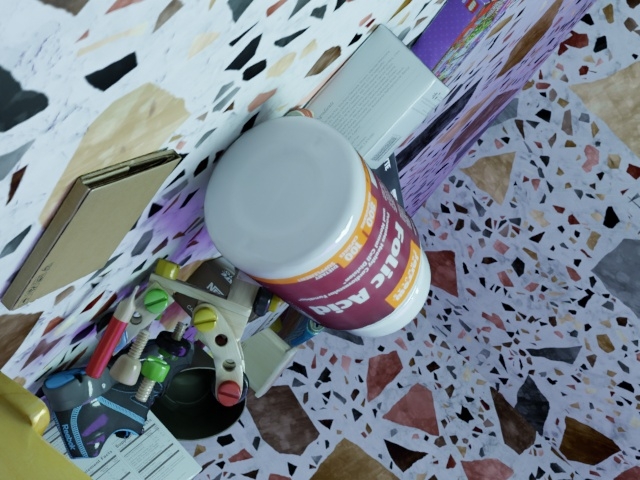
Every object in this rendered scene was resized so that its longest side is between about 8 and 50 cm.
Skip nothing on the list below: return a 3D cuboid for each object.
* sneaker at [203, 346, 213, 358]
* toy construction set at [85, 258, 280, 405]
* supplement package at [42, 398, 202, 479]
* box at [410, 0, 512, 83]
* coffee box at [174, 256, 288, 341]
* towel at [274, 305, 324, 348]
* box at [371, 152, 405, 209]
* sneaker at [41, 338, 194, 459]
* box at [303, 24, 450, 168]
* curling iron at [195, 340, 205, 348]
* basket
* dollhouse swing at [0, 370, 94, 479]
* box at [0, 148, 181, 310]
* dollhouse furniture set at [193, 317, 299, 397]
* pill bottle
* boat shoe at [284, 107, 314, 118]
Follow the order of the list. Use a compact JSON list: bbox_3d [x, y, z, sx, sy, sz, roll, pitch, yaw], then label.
[{"bbox_3d":[-0.274,0.317,2.525,0.081,0.094,0.208,-49,173,21],"label":"sneaker"},{"bbox_3d":[-0.198,0.097,1.415,0.237,0.257,0.309,-63,162,6],"label":"toy construction set"},{"bbox_3d":[-0.386,0.392,1.657,0.198,0.263,0.199,-37,170,-41],"label":"supplement package"},{"bbox_3d":[0.225,-0.347,1.703,0.201,0.057,0.293,-37,169,-51],"label":"box"},{"bbox_3d":[-0.157,0.108,1.817,0.098,0.141,0.246,-47,173,14],"label":"coffee box"},{"bbox_3d":[-0.032,0.148,2.323,0.271,0.040,0.370,-63,-167,-26],"label":"towel"},{"bbox_3d":[0.023,-0.056,1.772,0.293,0.073,0.295,-40,149,-16],"label":"box"},{"bbox_3d":[-0.325,0.250,1.589,0.125,0.140,0.341,-9,-174,29],"label":"sneaker"},{"bbox_3d":[0.088,-0.213,1.460,0.182,0.119,0.181,-47,172,12],"label":"box"},{"bbox_3d":[-0.260,0.217,2.271,0.274,0.035,0.068,-45,173,8],"label":"curling iron"},{"bbox_3d":[-0.277,0.307,2.008,0.204,0.154,0.227,-6,-168,-14],"label":"basket"},{"bbox_3d":[-0.443,0.373,1.099,0.347,0.305,0.315,-38,170,-46],"label":"dollhouse swing"},{"bbox_3d":[-0.256,-0.014,1.070,0.201,0.021,0.164,-49,171,30],"label":"box"},{"bbox_3d":[-0.086,0.162,2.155,0.286,0.198,0.303,-54,168,23],"label":"dollhouse furniture set"},{"bbox_3d":[0.017,0.002,1.376,0.224,0.224,0.392,-45,150,2],"label":"pill bottle"},{"bbox_3d":[-0.056,-0.137,1.393,0.137,0.049,0.043,-53,172,26],"label":"boat shoe"}]
